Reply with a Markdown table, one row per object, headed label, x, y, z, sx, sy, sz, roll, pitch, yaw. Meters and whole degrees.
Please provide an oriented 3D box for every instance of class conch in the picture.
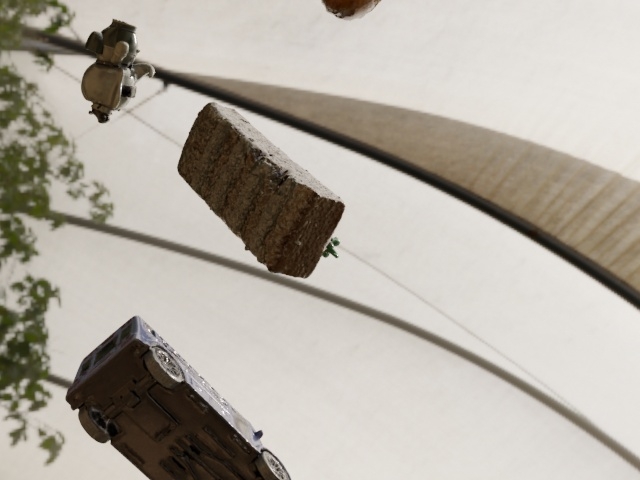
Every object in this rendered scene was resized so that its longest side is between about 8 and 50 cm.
| label | x | y | z | sx | sy | sz | roll | pitch | yaw |
| --- | --- | --- | --- | --- | --- | --- | --- | --- | --- |
| conch | 0.052 | -0.436 | 1.441 | 0.093 | 0.109 | 0.330 | -54 | -174 | 5 |

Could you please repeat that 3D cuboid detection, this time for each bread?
| label | x | y | z | sx | sy | sz | roll | pitch | yaw |
| --- | --- | --- | --- | --- | --- | --- | --- | --- | --- |
| bread | -0.126 | -0.103 | 1.511 | 0.416 | 0.113 | 0.165 | 42 | -69 | 44 |

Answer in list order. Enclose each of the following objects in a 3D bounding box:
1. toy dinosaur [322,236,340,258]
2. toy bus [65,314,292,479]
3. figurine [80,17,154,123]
| label | x | y | z | sx | sy | sz | roll | pitch | yaw |
| --- | --- | --- | --- | --- | --- | --- | --- | --- | --- |
| toy dinosaur | 0.000 | 0.000 | 1.970 | 0.059 | 0.096 | 0.132 | -49 | -117 | 5 |
| toy bus | -0.167 | 0.235 | 1.026 | 0.292 | 0.125 | 0.133 | 49 | 5 | -19 |
| figurine | -0.385 | -0.311 | 1.540 | 0.147 | 0.126 | 0.192 | 27 | -79 | 50 |
